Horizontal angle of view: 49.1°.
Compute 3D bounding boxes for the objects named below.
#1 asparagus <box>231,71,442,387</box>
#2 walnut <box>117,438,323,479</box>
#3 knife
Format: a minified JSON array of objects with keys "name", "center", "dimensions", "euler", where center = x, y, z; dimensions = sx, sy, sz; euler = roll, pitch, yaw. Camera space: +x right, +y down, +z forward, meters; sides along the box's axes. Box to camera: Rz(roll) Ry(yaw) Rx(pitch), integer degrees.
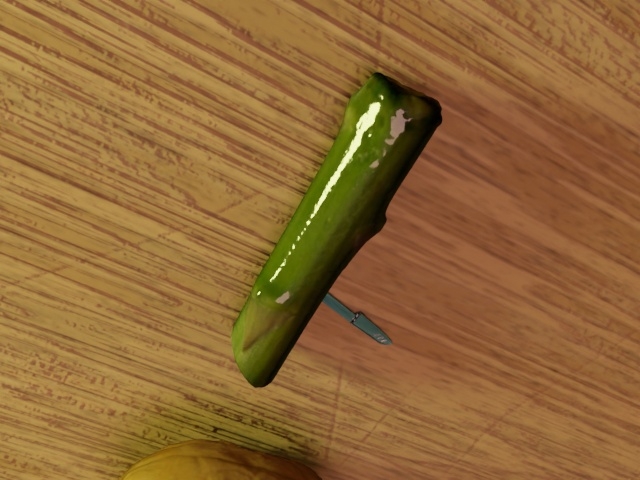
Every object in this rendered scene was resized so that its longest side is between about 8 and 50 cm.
[{"name":"asparagus","center":[0.000,-0.001,0.547],"dimensions":[0.067,0.060,0.277],"euler":[16,117,-37]},{"name":"walnut","center":[-0.086,0.269,0.612],"dimensions":[0.226,0.193,0.193],"euler":[24,113,-19]},{"name":"knife","center":[0.032,0.069,0.617],"dimensions":[0.091,0.005,0.014],"euler":[39,109,-25]}]
